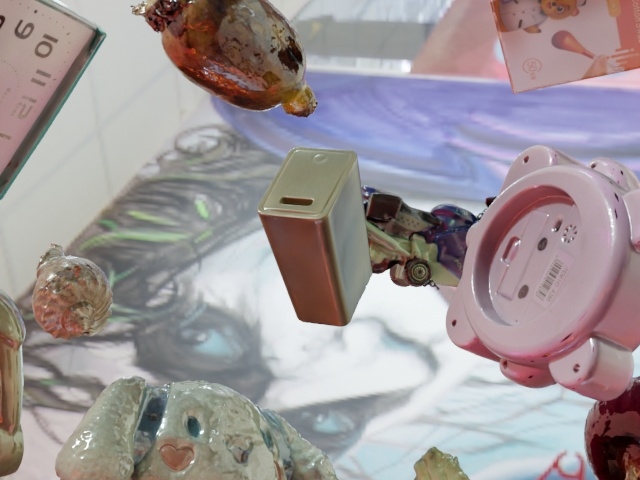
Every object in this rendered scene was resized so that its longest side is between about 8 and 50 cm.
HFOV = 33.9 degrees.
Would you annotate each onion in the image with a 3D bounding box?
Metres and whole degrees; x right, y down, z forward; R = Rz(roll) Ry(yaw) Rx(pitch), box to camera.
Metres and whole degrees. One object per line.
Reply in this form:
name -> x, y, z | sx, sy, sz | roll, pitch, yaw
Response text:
onion -> 0.411, 0.254, 1.296 | 0.154, 0.177, 0.177 | 12, -97, -35

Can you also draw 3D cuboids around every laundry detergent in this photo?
laundry detergent -> -0.412, 0.142, 1.223 | 0.091, 0.181, 0.253 | -1, -87, -55

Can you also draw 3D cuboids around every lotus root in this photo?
lotus root -> -0.121, -0.288, 1.552 | 0.314, 0.141, 0.169 | 32, -121, -23

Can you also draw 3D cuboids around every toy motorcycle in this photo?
toy motorcycle -> 0.208, -0.004, 1.813 | 0.125, 0.331, 0.196 | 165, 122, -80

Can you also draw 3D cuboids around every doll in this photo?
doll -> -0.075, 0.143, 0.681 | 0.214, 0.071, 0.103 | 17, -132, -38

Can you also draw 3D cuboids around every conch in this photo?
conch -> -0.415, 0.089, 1.748 | 0.207, 0.130, 0.155 | 51, 167, 44

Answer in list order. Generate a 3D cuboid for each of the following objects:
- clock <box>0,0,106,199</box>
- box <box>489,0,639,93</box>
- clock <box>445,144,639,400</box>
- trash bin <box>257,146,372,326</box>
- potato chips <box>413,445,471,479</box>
clock -> -0.419, -0.198, 1.246 | 0.262, 0.116, 0.231 | -54, -31, 11
box -> 0.435, -0.378, 1.590 | 0.143, 0.341, 0.225 | -83, -24, -45
clock -> 0.296, 0.038, 1.282 | 0.295, 0.113, 0.322 | -66, 23, 2
trash bin -> 0.000, 0.000, 0.616 | 0.061, 0.043, 0.092 | -63, -28, -42
potato chips -> 0.225, 0.469, 1.319 | 0.358, 0.070, 0.429 | 76, 169, -64
